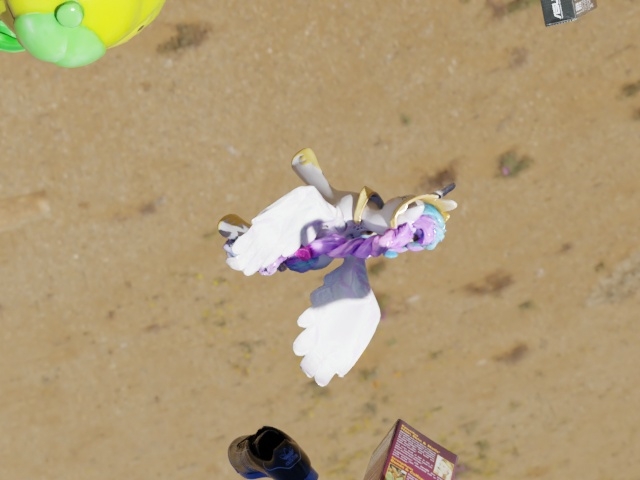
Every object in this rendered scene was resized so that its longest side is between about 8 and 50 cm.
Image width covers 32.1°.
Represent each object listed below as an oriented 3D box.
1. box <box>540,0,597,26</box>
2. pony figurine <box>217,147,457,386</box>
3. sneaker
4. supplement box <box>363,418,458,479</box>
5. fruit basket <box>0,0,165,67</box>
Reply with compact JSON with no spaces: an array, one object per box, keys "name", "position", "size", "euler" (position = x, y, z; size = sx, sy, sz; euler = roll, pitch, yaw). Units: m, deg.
[{"name":"box","position":[0.287,-0.359,1.338],"size":[0.045,0.184,0.190],"euler":[-11,-168,24]},{"name":"pony figurine","position":[0.000,0.000,1.734],"size":[0.351,0.363,0.303],"euler":[-42,122,-22]},{"name":"sneaker","position":[-0.090,0.332,1.768],"size":[0.081,0.090,0.232],"euler":[-40,-158,-26]},{"name":"supplement box","position":[0.113,0.345,1.511],"size":[0.081,0.104,0.188],"euler":[-56,-178,30]},{"name":"fruit basket","position":[-0.223,-0.293,1.089],"size":[0.392,0.392,0.283],"euler":[-24,157,10]}]
